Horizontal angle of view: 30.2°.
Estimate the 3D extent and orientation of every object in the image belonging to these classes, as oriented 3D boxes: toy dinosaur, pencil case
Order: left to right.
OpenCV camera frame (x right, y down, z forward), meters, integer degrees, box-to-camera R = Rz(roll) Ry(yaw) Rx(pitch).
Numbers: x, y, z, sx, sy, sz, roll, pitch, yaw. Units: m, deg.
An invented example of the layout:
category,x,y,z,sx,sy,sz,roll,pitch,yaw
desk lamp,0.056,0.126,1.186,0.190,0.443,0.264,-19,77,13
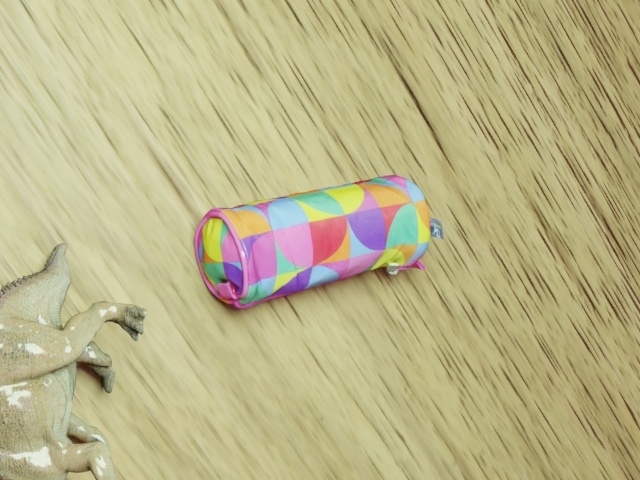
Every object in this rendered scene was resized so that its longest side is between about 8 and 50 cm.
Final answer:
category,x,y,z,sx,sy,sz,roll,pitch,yaw
toy dinosaur,-0.255,0.129,0.955,0.200,0.127,0.295,9,74,-24
pencil case,0.000,0.000,1.140,0.236,0.104,0.104,-10,89,-31
